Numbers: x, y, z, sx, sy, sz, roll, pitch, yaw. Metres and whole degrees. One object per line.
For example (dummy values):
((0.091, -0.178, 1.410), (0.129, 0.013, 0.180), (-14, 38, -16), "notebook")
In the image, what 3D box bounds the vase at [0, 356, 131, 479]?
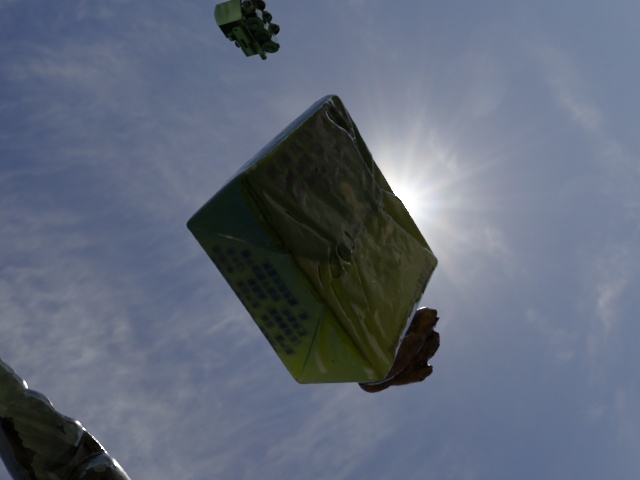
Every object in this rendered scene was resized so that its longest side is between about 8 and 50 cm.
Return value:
((-0.165, 0.162, 0.537), (0.211, 0.060, 0.060), (54, -137, -9), "vase")

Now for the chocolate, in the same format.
((0.000, 0.000, 1.030), (0.288, 0.137, 0.301), (56, -147, -12), "chocolate")

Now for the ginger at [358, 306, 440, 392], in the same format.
((0.118, 0.173, 1.185), (0.073, 0.162, 0.103), (51, 172, 41), "ginger")

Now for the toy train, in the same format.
((-0.075, -0.227, 0.866), (0.083, 0.053, 0.033), (52, -151, -63), "toy train")
